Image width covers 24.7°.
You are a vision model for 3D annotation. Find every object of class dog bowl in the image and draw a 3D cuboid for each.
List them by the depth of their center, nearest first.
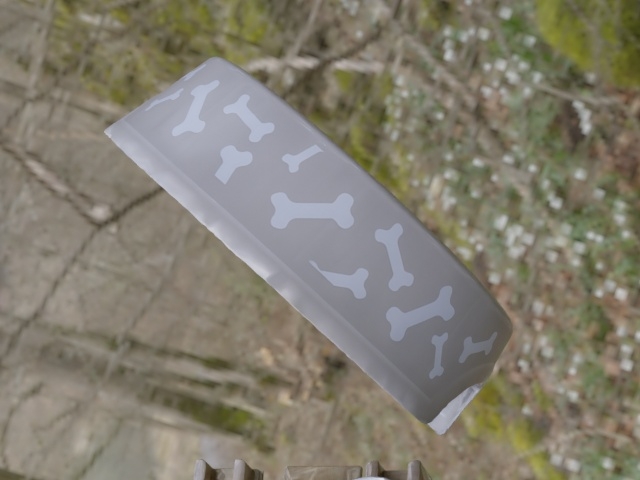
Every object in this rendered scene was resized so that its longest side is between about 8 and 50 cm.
[{"bbox_3d":[0.000,0.000,1.098,0.102,0.349,0.349,-47,8,-2],"label":"dog bowl"}]

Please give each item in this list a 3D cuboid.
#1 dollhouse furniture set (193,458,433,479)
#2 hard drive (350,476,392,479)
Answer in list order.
[{"bbox_3d":[0.000,0.329,1.329,0.161,0.212,0.242,59,-148,-58],"label":"dollhouse furniture set"},{"bbox_3d":[-0.034,0.211,1.029,0.307,0.203,0.040,56,-161,-78],"label":"hard drive"}]
